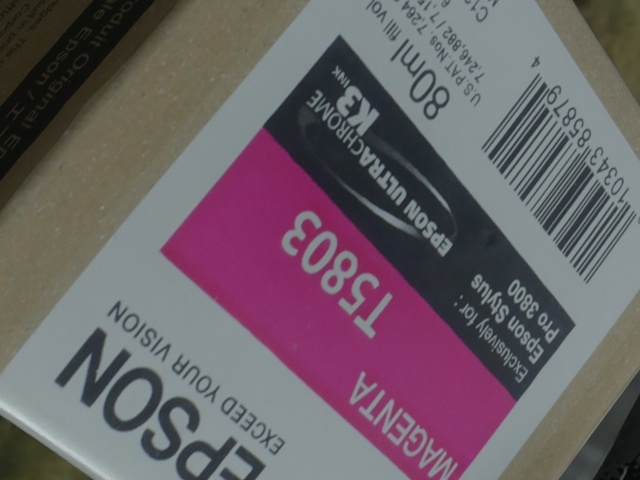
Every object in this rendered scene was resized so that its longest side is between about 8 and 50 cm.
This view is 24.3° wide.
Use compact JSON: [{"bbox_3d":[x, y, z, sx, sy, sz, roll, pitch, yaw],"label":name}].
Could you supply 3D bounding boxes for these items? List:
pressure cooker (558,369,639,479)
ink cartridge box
[{"bbox_3d":[0.030,0.055,1.042,0.370,0.420,0.375,-60,176,11],"label":"pressure cooker"},{"bbox_3d":[0.000,0.000,0.449,0.193,0.088,0.235,-53,132,-9],"label":"ink cartridge box"}]
